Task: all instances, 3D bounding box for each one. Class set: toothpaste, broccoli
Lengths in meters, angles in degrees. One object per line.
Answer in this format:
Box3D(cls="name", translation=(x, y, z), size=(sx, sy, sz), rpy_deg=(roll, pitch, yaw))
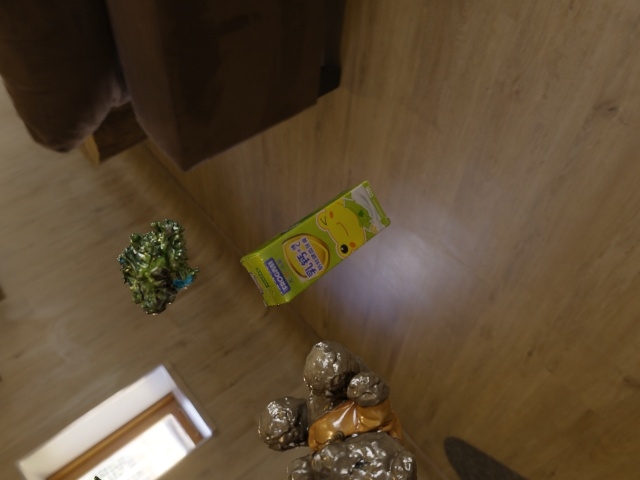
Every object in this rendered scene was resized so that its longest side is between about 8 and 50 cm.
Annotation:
Box3D(cls="toothpaste", translation=(0.000, 0.000, 1.162), size=(0.077, 0.327, 0.110), rpy_deg=(-15, 106, 54))
Box3D(cls="broccoli", translation=(-0.297, 0.051, 1.071), size=(0.154, 0.167, 0.160), rpy_deg=(49, 176, -24))

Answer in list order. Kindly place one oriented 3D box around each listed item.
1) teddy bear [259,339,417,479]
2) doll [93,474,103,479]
Box3D(cls="teddy bear", translation=(0.033, 0.223, 0.635), size=(0.177, 0.140, 0.190), rpy_deg=(-56, 34, 24))
Box3D(cls="doll", translation=(-0.243, 0.374, 0.724), size=(0.221, 0.105, 0.115), rpy_deg=(45, 170, 46))
